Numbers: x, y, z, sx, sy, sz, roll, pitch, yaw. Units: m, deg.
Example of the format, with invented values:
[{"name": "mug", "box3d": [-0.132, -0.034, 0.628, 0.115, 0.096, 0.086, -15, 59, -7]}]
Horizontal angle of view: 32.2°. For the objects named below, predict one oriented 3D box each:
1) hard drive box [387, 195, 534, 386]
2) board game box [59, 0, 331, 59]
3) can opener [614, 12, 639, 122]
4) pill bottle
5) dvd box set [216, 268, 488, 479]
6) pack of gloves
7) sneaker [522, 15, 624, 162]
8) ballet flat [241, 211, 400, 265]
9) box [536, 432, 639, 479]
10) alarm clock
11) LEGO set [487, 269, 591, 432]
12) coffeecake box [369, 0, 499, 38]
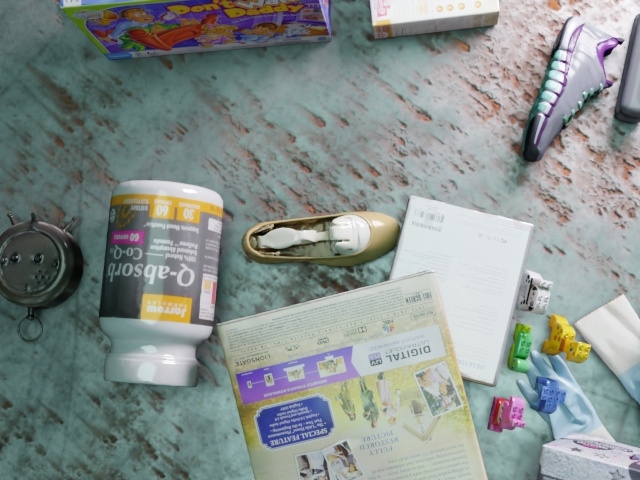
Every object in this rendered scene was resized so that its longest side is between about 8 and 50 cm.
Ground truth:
[{"name": "hard drive box", "box3d": [0.184, 0.073, 1.561, 0.181, 0.089, 0.232, 14, 84, 7]}, {"name": "board game box", "box3d": [-0.167, -0.342, 1.578, 0.347, 0.233, 0.078, -4, 82, 5]}, {"name": "can opener", "box3d": [0.490, -0.304, 1.589, 0.093, 0.074, 0.280, 17, 85, 7]}, {"name": "pill bottle", "box3d": [-0.227, 0.063, 1.566, 0.162, 0.162, 0.278, 3, 83, 6]}, {"name": "dvd box set", "box3d": [0.059, 0.276, 1.486, 0.308, 0.062, 0.420, -15, 87, 7]}, {"name": "pack of gloves", "box3d": [0.404, 0.224, 1.554, 0.195, 0.046, 0.232, -33, 77, 12]}, {"name": "sneaker", "box3d": [0.363, -0.208, 1.587, 0.098, 0.083, 0.223, 20, 84, 3]}, {"name": "ballet flat", "box3d": [0.000, 0.000, 1.597, 0.232, 0.073, 0.080, -7, 82, 4]}, {"name": "box", "box3d": [0.407, 0.357, 1.424, 0.247, 0.142, 0.163, 11, 94, 28]}, {"name": "alarm clock", "box3d": [-0.423, 0.055, 1.639, 0.129, 0.064, 0.192, 2, 86, 6]}, {"name": "LEGO set", "box3d": [0.308, 0.162, 1.502, 0.087, 0.093, 0.227, 13, 89, -18]}, {"name": "coffeecake box", "box3d": [0.162, -0.384, 1.634, 0.186, 0.068, 0.142, -6, 82, 5]}]
